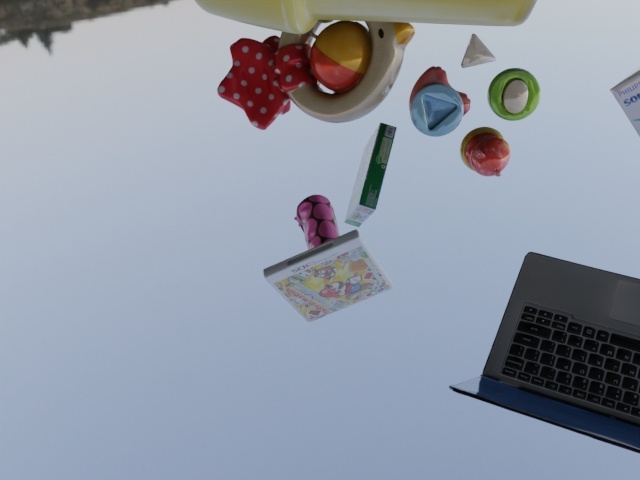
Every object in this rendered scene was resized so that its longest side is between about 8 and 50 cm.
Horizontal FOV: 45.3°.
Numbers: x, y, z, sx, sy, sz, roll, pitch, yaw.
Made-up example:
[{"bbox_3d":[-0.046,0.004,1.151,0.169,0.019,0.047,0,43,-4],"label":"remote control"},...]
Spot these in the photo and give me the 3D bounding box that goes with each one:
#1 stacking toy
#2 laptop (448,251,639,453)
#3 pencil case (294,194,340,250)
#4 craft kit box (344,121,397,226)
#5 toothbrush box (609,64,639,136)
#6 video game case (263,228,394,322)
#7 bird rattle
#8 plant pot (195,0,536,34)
[{"bbox_3d":[0.388,-0.324,1.883,0.308,0.280,0.130,35,-160,-10],"label":"stacking toy"},{"bbox_3d":[0.418,0.146,1.027,0.381,0.236,0.408,16,-125,21],"label":"laptop"},{"bbox_3d":[0.000,0.000,1.752,0.098,0.095,0.209,-27,-132,14],"label":"pencil case"},{"bbox_3d":[0.142,-0.184,2.219,0.060,0.250,0.247,16,167,-2],"label":"craft kit box"},{"bbox_3d":[0.677,-0.207,1.348,0.216,0.296,0.126,-37,-175,-35],"label":"toothbrush box"},{"bbox_3d":[0.022,0.079,1.567,0.206,0.227,0.026,-23,-126,11],"label":"video game case"},{"bbox_3d":[-0.002,-0.229,0.913,0.207,0.254,0.143,43,-165,27],"label":"bird rattle"},{"bbox_3d":[0.053,-0.263,0.548,0.238,0.254,0.254,15,-152,4],"label":"plant pot"}]
